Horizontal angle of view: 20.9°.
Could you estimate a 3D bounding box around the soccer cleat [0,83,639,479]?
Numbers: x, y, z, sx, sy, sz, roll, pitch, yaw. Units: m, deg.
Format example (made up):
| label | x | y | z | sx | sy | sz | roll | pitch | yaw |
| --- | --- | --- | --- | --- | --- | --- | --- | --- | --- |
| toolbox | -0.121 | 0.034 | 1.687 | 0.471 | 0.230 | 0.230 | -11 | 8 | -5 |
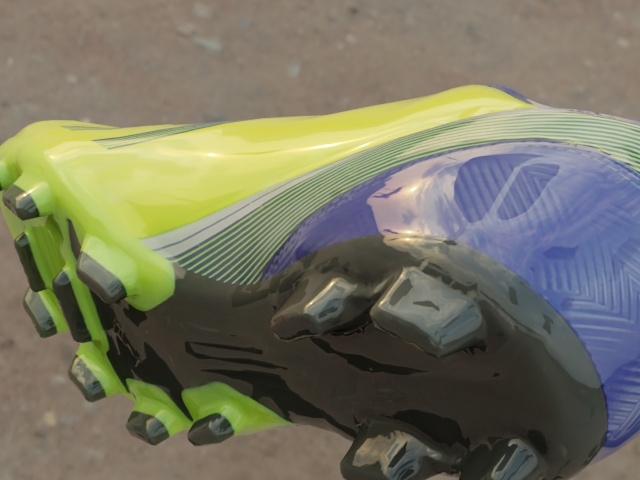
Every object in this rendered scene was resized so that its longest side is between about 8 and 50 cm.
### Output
| label | x | y | z | sx | sy | sz | roll | pitch | yaw |
| --- | --- | --- | --- | --- | --- | --- | --- | --- | --- |
| soccer cleat | 0.001 | 0.001 | 0.502 | 0.121 | 0.093 | 0.289 | -35 | 26 | -28 |
